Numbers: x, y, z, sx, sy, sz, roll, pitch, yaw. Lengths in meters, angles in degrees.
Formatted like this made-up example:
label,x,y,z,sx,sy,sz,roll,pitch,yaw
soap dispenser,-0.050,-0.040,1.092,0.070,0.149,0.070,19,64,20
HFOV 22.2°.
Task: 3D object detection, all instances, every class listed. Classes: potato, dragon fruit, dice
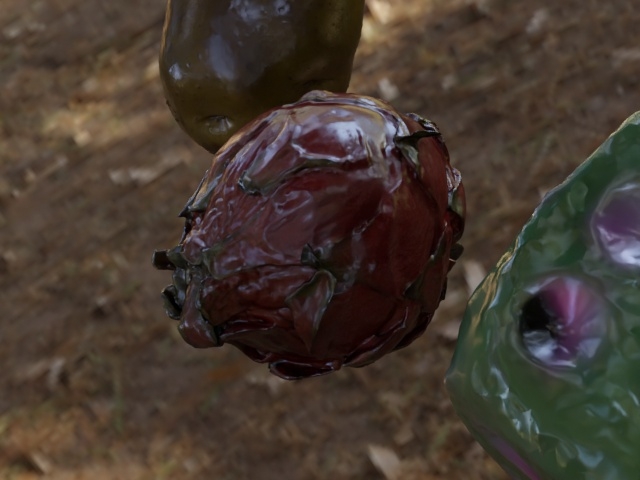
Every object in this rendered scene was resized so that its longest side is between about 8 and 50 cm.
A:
label,x,y,z,sx,sy,sz,roll,pitch,yaw
potato,-0.052,-0.257,1.661,0.195,0.176,0.369,24,104,54
dragon fruit,0.000,0.000,1.399,0.299,0.244,0.244,-34,32,-34
dice,0.300,0.096,1.133,0.318,0.330,0.322,40,82,24
